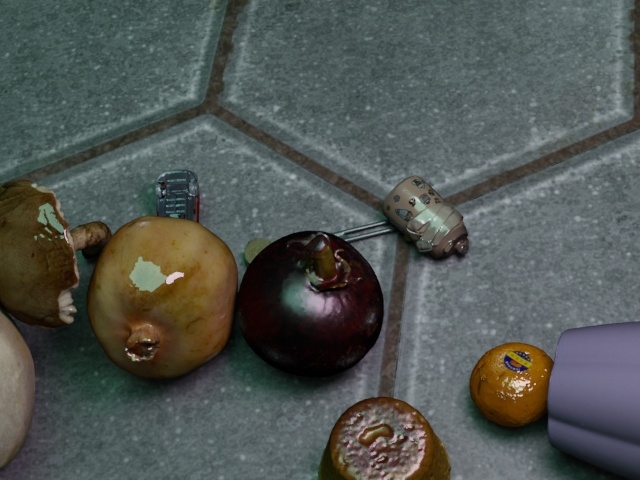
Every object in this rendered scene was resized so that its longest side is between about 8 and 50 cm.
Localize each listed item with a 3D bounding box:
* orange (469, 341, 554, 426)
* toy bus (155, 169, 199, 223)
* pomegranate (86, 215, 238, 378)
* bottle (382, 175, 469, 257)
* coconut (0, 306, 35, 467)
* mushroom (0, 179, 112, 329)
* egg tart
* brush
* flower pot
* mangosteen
[{"bbox_3d":[0.291,0.220,1.773,0.136,0.117,0.135,2,46,-2],"label":"orange"},{"bbox_3d":[-0.241,-0.033,1.998,0.079,0.077,0.174,-4,58,3],"label":"toy bus"},{"bbox_3d":[-0.248,0.097,1.811,0.229,0.252,0.270,13,24,4],"label":"pomegranate"},{"bbox_3d":[0.181,-0.029,1.948,0.099,0.099,0.152,-36,66,-16],"label":"bottle"},{"bbox_3d":[-0.612,0.213,1.745,0.415,0.415,0.344,36,79,24],"label":"coconut"},{"bbox_3d":[-0.423,-0.014,1.838,0.208,0.233,0.301,38,34,-14],"label":"mushroom"},{"bbox_3d":[0.090,0.316,1.715,0.203,0.147,0.202,-3,56,5],"label":"egg tart"},{"bbox_3d":[0.000,0.000,1.984,0.266,0.027,0.062,-14,58,-3],"label":"brush"},{"bbox_3d":[0.459,0.230,1.683,0.243,0.265,0.265,5,59,20],"label":"flower pot"},{"bbox_3d":[-0.007,0.079,1.800,0.236,0.261,0.235,6,55,-9],"label":"mangosteen"}]
